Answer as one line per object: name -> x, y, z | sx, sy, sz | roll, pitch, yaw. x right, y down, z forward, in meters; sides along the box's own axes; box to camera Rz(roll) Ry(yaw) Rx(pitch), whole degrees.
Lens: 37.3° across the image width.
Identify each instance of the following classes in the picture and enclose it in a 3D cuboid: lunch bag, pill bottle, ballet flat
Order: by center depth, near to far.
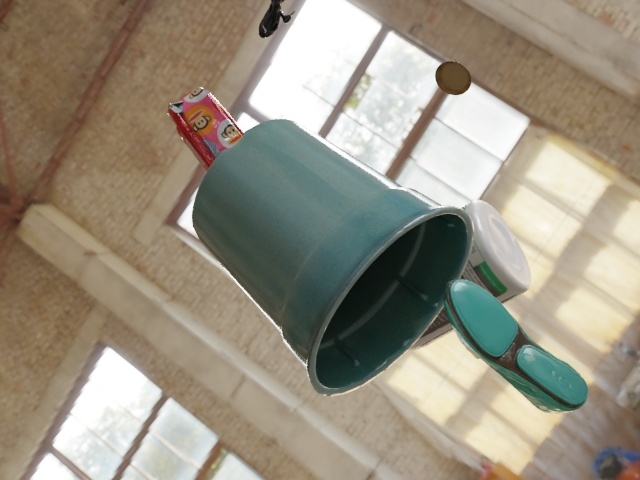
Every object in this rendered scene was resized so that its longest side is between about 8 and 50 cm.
ballet flat -> 0.255, 0.157, 1.318 | 0.083, 0.247, 0.087 | -47, -6, -30
pill bottle -> 0.213, 0.090, 1.876 | 0.361, 0.204, 0.204 | -32, -6, 24
lunch bag -> -0.214, -0.207, 1.995 | 0.120, 0.258, 0.293 | -38, -9, -3

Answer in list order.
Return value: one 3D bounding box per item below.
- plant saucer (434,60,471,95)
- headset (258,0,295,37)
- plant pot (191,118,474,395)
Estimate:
plant saucer -> 0.290, -0.356, 2.062 | 0.015, 0.083, 0.083 | -56, -11, -44
headset -> -0.140, -0.492, 1.607 | 0.394, 0.243, 0.185 | 26, -101, -69
plant pot -> 0.000, 0.000, 1.463 | 0.341, 0.334, 0.341 | -35, -31, -25
